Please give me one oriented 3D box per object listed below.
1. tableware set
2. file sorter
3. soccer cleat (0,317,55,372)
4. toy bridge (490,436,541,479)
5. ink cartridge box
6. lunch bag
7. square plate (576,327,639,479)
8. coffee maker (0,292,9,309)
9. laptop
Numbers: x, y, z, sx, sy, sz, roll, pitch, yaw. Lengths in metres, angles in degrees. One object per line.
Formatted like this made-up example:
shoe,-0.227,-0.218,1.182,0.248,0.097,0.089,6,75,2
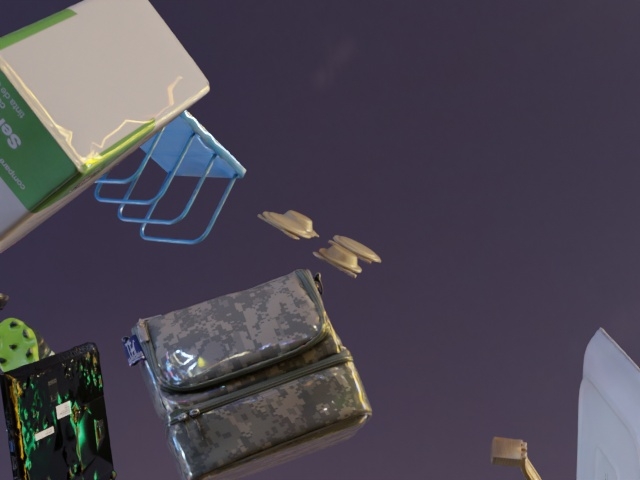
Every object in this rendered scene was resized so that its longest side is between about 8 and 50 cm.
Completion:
tableware set,0.000,0.000,1.417,0.141,0.169,0.020,29,-80,9
file sorter,-0.189,-0.083,1.263,0.118,0.104,0.170,4,-30,40
soccer cleat,-0.325,0.161,1.389,0.060,0.179,0.072,-44,-29,-7
toy bridge,0.198,0.271,1.221,0.063,0.026,0.188,5,-46,4
ink cartridge box,-0.255,-0.068,0.959,0.278,0.201,0.117,-32,-82,33
lunch bag,-0.107,0.197,1.704,0.305,0.256,0.212,-19,-16,-9
square plate,0.417,0.339,1.628,0.049,0.344,0.347,-3,-74,-4
coffee maker,-0.195,-0.047,0.392,0.120,0.178,0.171,-16,-5,-3
laptop,-0.303,0.249,1.158,0.137,0.234,0.264,-7,-89,9
